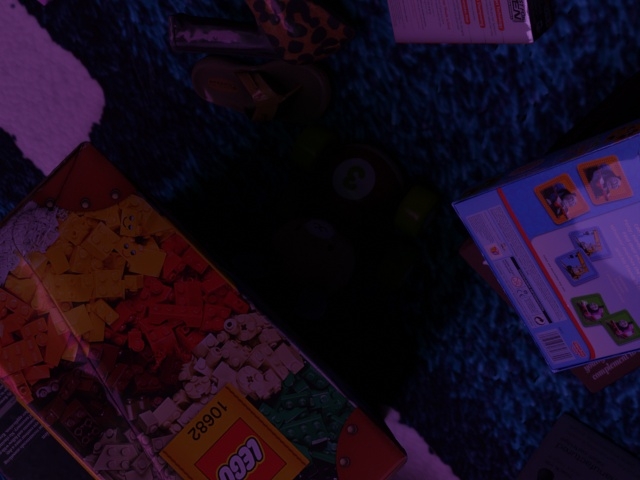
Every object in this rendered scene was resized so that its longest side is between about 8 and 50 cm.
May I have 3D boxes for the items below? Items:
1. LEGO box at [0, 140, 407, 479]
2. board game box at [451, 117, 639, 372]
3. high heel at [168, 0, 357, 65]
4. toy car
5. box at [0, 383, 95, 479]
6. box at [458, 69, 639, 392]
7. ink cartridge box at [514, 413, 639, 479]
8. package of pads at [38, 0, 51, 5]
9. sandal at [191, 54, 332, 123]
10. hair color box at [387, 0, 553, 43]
[{"bbox_3d":[-0.122,0.129,1.283,0.372,0.193,0.500,44,177,3],"label":"LEGO box"},{"bbox_3d":[0.219,0.002,0.948,0.211,0.039,0.160,-21,105,44],"label":"board game box"},{"bbox_3d":[-0.055,-0.296,1.232,0.186,0.093,0.261,5,115,14],"label":"high heel"},{"bbox_3d":[0.000,0.000,1.299,0.155,0.188,0.149,32,134,15],"label":"toy car"},{"bbox_3d":[-0.256,0.200,1.301,0.158,0.093,0.156,45,179,8],"label":"box"},{"bbox_3d":[0.258,-0.021,1.077,0.167,0.203,0.168,47,137,0],"label":"box"},{"bbox_3d":[0.247,0.340,1.274,0.211,0.289,0.122,32,134,15],"label":"ink cartridge box"},{"bbox_3d":[-0.310,-0.296,1.430,0.083,0.050,0.032,39,133,8],"label":"package of pads"},{"bbox_3d":[-0.067,-0.151,1.345,0.180,0.049,0.072,11,125,32],"label":"sandal"},{"bbox_3d":[0.128,-0.213,1.157,0.141,0.043,0.072,7,123,35],"label":"hair color box"}]
